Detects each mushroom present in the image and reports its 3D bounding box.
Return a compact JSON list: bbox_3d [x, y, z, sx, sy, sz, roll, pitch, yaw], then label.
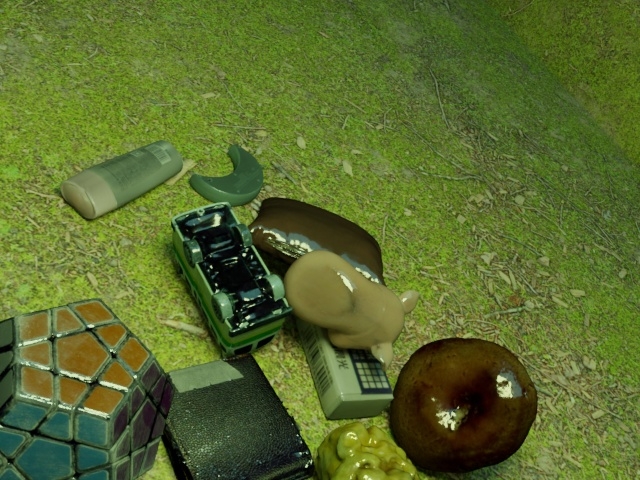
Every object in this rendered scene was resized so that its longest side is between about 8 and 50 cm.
[{"bbox_3d":[0.261,0.313,1.413,0.267,0.254,0.267,1,79,-5],"label":"mushroom"}]

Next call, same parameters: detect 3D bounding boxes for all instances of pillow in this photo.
[{"bbox_3d":[0.000,0.000,1.595,0.308,0.108,0.305,23,16,-3],"label":"pillow"}]

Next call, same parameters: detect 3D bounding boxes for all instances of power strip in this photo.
[{"bbox_3d":[-0.197,-0.150,1.723,0.137,0.044,0.216,37,40,6],"label":"power strip"}]

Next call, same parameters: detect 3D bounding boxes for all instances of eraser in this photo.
[{"bbox_3d":[0.037,0.213,1.472,0.124,0.081,0.279,4,47,-30],"label":"eraser"}]

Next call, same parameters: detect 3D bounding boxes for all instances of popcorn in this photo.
[{"bbox_3d":[0.091,0.410,1.214,0.200,0.203,0.226,6,65,-15],"label":"popcorn"}]

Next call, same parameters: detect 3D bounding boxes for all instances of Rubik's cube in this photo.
[{"bbox_3d":[-0.369,0.232,1.050,0.319,0.319,0.264,18,17,-16],"label":"Rubik's cube"}]

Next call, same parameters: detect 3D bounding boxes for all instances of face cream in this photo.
[{"bbox_3d":[-0.409,-0.134,1.550,0.107,0.073,0.269,36,40,13],"label":"face cream"}]

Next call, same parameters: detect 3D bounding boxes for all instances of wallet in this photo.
[{"bbox_3d":[-0.160,0.321,1.259,0.221,0.071,0.262,-11,52,-33],"label":"wallet"}]

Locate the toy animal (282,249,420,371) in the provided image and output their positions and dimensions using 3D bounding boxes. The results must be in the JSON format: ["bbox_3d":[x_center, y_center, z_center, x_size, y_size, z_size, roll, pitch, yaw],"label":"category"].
[{"bbox_3d":[0.048,0.115,1.389,0.250,0.154,0.166,29,83,-8],"label":"toy animal"}]

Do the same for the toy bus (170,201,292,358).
[{"bbox_3d":[-0.180,0.079,1.409,0.133,0.165,0.276,-18,59,-26],"label":"toy bus"}]
